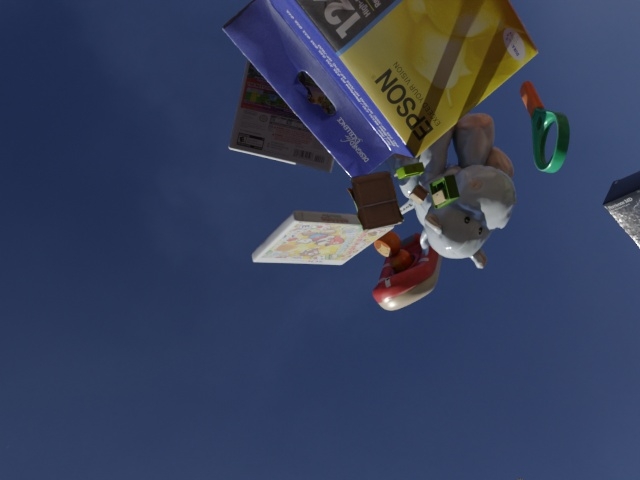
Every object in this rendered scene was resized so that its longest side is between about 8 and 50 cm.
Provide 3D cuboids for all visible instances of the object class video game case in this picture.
[{"bbox_3d":[0.000,0.000,1.321,0.206,0.227,0.026,3,-112,-26],"label":"video game case"},{"bbox_3d":[-0.055,-0.236,1.239,0.201,0.184,0.023,14,-173,11],"label":"video game case"}]

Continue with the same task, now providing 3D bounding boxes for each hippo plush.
[{"bbox_3d":[0.218,-0.084,1.211,0.234,0.294,0.237,37,-158,-16],"label":"hippo plush"}]

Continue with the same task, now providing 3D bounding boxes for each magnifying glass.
[{"bbox_3d":[0.359,-0.195,1.102,0.026,0.092,0.231,8,-141,-3],"label":"magnifying glass"}]

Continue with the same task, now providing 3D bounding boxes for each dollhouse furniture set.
[{"bbox_3d":[0.107,-0.059,0.920,0.151,0.058,0.076,-13,-96,-14],"label":"dollhouse furniture set"}]

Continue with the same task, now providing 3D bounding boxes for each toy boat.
[{"bbox_3d":[0.174,0.042,1.495,0.151,0.151,0.231,50,-148,-16],"label":"toy boat"}]

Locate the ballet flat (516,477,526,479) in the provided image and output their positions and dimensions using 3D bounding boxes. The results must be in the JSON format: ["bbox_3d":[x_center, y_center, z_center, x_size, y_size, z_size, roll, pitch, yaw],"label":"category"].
[{"bbox_3d":[0.324,0.475,1.123,0.052,0.057,0.168,8,-126,-3],"label":"ballet flat"}]

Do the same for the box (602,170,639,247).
[{"bbox_3d":[0.717,-0.072,1.426,0.158,0.156,0.093,46,-125,-8],"label":"box"}]

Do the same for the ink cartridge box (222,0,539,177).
[{"bbox_3d":[0.088,-0.261,0.879,0.303,0.307,0.072,45,-175,-32],"label":"ink cartridge box"}]
